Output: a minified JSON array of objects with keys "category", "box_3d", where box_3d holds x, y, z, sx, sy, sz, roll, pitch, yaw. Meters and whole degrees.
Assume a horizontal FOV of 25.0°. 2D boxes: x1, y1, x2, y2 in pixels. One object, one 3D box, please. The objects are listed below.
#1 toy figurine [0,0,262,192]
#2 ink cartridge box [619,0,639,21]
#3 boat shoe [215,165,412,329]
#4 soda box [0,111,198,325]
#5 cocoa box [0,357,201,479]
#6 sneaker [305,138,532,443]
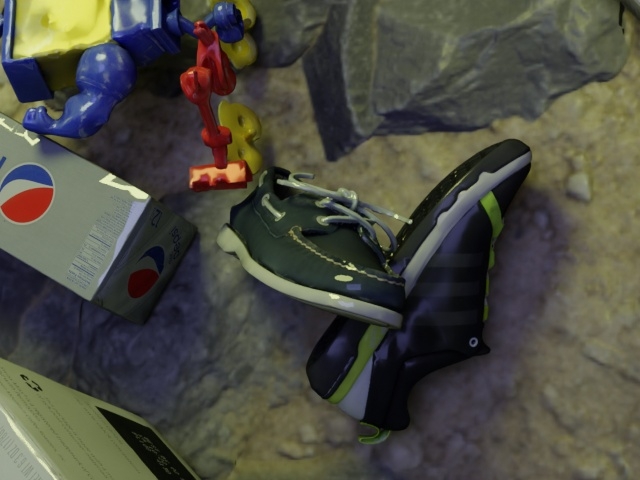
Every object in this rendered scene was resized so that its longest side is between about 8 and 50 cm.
[{"category":"toy figurine","box_3d":[-0.173,-0.206,1.058,0.217,0.191,0.362,-7,70,8]},{"category":"ink cartridge box","box_3d":[0.285,-0.212,0.983,0.176,0.069,0.371,-42,77,6]},{"category":"boat shoe","box_3d":[0.000,0.000,0.969,0.095,0.254,0.079,25,92,-17]},{"category":"soda box","box_3d":[-0.242,-0.044,1.114,0.286,0.098,0.091,28,86,21]},{"category":"cocoa box","box_3d":[-0.149,0.274,0.904,0.228,0.231,0.347,-51,54,3]},{"category":"sneaker","box_3d":[0.087,0.038,1.015,0.097,0.084,0.234,38,91,-5]}]
